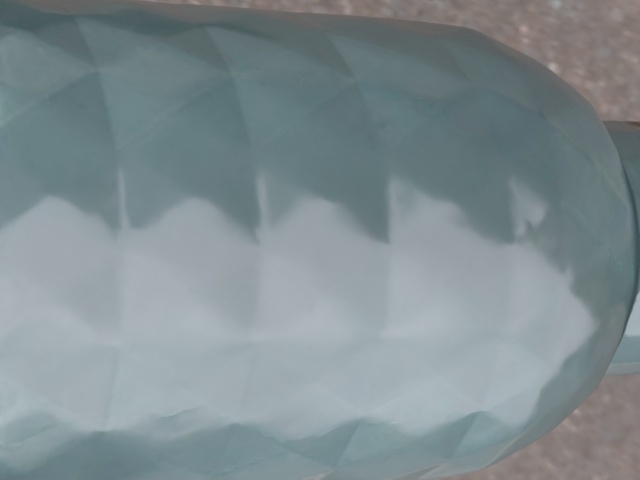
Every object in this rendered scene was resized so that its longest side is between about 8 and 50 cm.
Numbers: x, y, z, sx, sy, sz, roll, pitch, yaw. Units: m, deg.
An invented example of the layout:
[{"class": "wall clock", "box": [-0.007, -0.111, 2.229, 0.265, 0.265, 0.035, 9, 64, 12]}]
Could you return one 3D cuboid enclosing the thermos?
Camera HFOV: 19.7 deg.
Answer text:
[{"class": "thermos", "box": [0.000, 0.000, 0.562, 0.286, 0.182, 0.145, 0, 108, -29]}]
